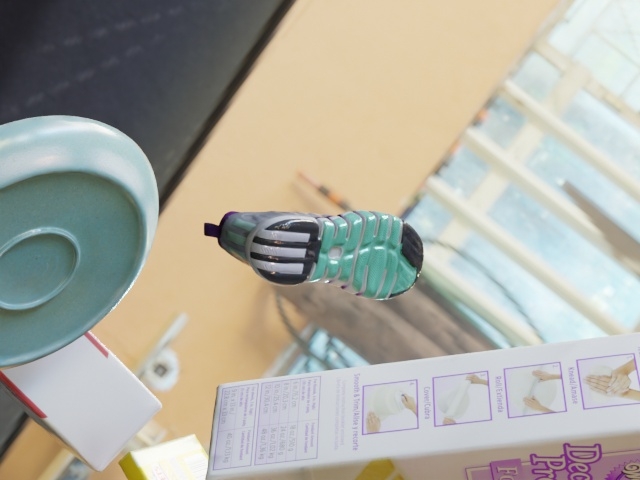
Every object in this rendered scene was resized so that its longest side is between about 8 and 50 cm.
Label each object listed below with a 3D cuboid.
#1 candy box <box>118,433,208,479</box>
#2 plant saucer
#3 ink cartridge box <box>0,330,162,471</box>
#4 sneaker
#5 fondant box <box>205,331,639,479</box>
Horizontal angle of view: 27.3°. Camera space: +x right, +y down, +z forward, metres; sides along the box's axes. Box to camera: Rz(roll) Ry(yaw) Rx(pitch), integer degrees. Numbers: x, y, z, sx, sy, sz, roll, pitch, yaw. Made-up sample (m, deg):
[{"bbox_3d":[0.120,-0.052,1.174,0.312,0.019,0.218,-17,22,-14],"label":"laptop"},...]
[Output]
[{"bbox_3d":[-0.111,0.290,1.294,0.027,0.205,0.105,-42,162,29],"label":"candy box"},{"bbox_3d":[-0.294,0.020,1.314,0.318,0.043,0.317,-25,141,-22],"label":"plant saucer"},{"bbox_3d":[-0.327,0.166,1.633,0.114,0.197,0.273,-46,-167,-16],"label":"ink cartridge box"},{"bbox_3d":[0.000,0.000,1.228,0.224,0.098,0.083,11,98,-46],"label":"sneaker"},{"bbox_3d":[0.104,0.200,0.997,0.096,0.331,0.238,-88,166,-49],"label":"fondant box"}]
